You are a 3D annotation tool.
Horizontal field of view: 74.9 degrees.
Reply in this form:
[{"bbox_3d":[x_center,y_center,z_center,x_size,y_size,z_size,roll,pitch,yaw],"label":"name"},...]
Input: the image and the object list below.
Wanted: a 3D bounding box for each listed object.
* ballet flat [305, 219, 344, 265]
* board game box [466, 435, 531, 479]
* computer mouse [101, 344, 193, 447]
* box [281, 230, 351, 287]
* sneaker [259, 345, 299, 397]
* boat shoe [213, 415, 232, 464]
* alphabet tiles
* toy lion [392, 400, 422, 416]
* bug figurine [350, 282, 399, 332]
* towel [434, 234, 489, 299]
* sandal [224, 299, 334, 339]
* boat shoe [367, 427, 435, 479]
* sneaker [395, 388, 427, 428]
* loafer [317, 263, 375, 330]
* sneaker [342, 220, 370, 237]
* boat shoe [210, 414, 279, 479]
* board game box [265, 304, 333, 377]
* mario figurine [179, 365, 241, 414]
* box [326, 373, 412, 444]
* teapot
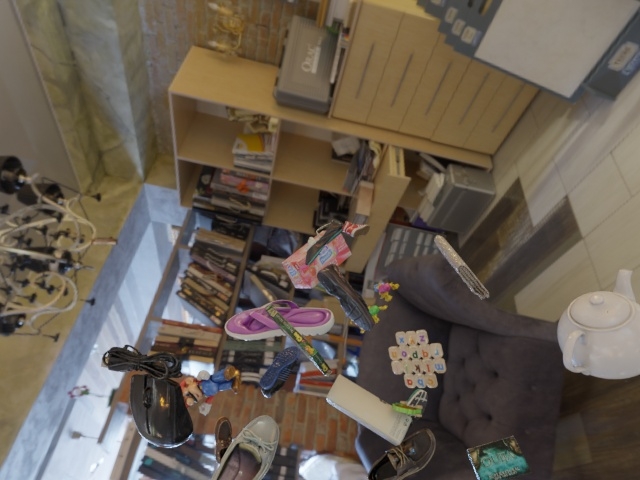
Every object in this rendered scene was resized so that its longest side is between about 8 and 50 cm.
[{"bbox_3d":[0.000,0.000,1.480,0.203,0.074,0.074,-45,-3,-15],"label":"ballet flat"},{"bbox_3d":[0.635,0.790,1.496,0.026,0.185,0.126,88,167,-53],"label":"board game box"},{"bbox_3d":[-0.360,0.354,0.893,0.072,0.188,0.273,-58,-36,-58],"label":"computer mouse"},{"bbox_3d":[-0.015,0.085,2.004,0.299,0.154,0.142,-37,17,-34],"label":"box"},{"bbox_3d":[-0.164,0.541,1.725,0.232,0.081,0.091,-42,-41,-38],"label":"sneaker"},{"bbox_3d":[-0.391,0.822,1.704,0.073,0.073,0.207,25,115,53],"label":"boat shoe"},{"bbox_3d":[0.472,0.583,2.058,0.283,0.021,0.279,-16,83,36],"label":"alphabet tiles"},{"bbox_3d":[0.261,0.522,1.297,0.100,0.095,0.034,-10,67,54],"label":"toy lion"},{"bbox_3d":[0.245,0.275,1.879,0.279,0.072,0.216,-55,4,-24],"label":"bug figurine"},{"bbox_3d":[0.533,0.107,1.580,0.049,0.282,0.187,-40,38,12],"label":"towel"},{"bbox_3d":[-0.156,0.276,1.555,0.169,0.415,0.103,-79,-17,-63],"label":"sandal"},{"bbox_3d":[0.345,0.944,1.786,0.355,0.130,0.132,-49,51,10],"label":"boat shoe"},{"bbox_3d":[0.359,0.750,1.833,0.275,0.106,0.110,-54,30,11],"label":"sneaker"},{"bbox_3d":[0.117,0.214,1.643,0.095,0.303,0.109,-36,-11,-34],"label":"loafer"},{"bbox_3d":[0.122,-0.043,1.466,0.118,0.066,0.042,-14,-56,-54],"label":"sneaker"},{"bbox_3d":[-0.197,0.568,1.045,0.320,0.118,0.103,-43,-16,-50],"label":"boat shoe"},{"bbox_3d":[-0.070,0.307,1.293,0.259,0.030,0.136,33,161,46],"label":"board game box"},{"bbox_3d":[-0.537,0.708,1.948,0.170,0.320,0.198,27,-137,-72],"label":"mario figurine"},{"bbox_3d":[0.158,0.567,1.402,0.094,0.274,0.113,-55,-16,-23],"label":"box"},{"bbox_3d":[0.753,0.228,1.117,0.187,0.252,0.256,60,-157,-23],"label":"teapot"}]
